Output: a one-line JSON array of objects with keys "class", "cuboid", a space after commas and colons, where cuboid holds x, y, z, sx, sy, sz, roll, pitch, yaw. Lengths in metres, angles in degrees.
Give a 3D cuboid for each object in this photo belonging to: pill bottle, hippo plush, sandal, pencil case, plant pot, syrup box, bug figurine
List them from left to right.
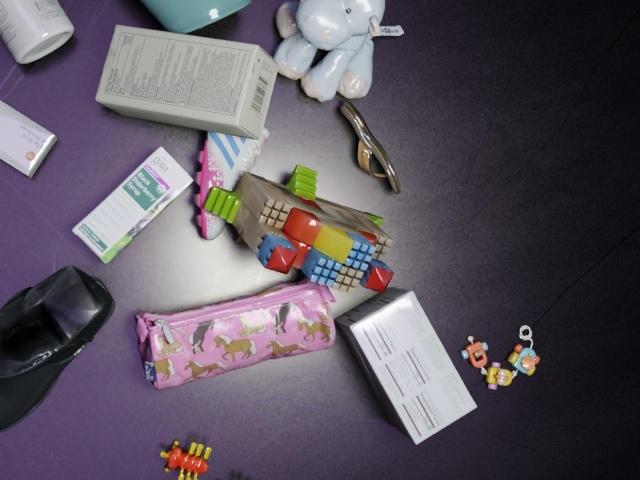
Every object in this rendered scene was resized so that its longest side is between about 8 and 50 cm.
[{"class": "pill bottle", "cuboid": [-0.584, -0.466, 1.855, 0.131, 0.131, 0.229, -33, 95, -9]}, {"class": "syrup box", "cuboid": [-0.364, -0.069, 1.907, 0.237, 0.096, 0.093, -45, 96, -7]}, {"class": "plant pot", "cuboid": [-0.263, -0.538, 1.864, 0.271, 0.271, 0.255, -26, 109, -10]}, {"class": "bug figurine", "cuboid": [-0.258, 0.545, 1.927, 0.216, 0.072, 0.279, 26, 80, -15]}, {"class": "pencil case", "cuboid": [-0.162, 0.175, 1.903, 0.386, 0.167, 0.160, -12, 93, -11]}, {"class": "hippo plush", "cuboid": [0.055, -0.405, 1.919, 0.294, 0.236, 0.234, -17, 92, -10]}, {"class": "sandal", "cuboid": [0.095, -0.185, 2.002, 0.060, 0.090, 0.219, -34, 98, 9]}]

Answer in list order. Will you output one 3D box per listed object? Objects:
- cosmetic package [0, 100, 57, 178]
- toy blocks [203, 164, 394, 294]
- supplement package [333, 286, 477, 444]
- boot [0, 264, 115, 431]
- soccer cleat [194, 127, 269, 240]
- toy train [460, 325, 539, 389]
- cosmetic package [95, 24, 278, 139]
[{"class": "cosmetic package", "cuboid": [-0.638, -0.225, 1.877, 0.239, 0.060, 0.099, 32, 84, -8]}, {"class": "toy blocks", "cuboid": [0.000, 0.000, 1.841, 0.381, 0.261, 0.191, 17, 107, -31]}, {"class": "supplement package", "cuboid": [0.163, 0.241, 1.943, 0.145, 0.204, 0.262, -29, 94, -8]}, {"class": "boot", "cuboid": [-0.512, 0.205, 1.696, 0.146, 0.445, 0.367, 39, 83, -7]}, {"class": "soccer cleat", "cuboid": [-0.174, -0.164, 1.931, 0.143, 0.116, 0.331, 3, 88, -5]}, {"class": "toy train", "cuboid": [0.388, 0.247, 2.066, 0.166, 0.046, 0.125, -17, 92, -10]}, {"class": "cosmetic package", "cuboid": [-0.253, -0.301, 1.852, 0.309, 0.113, 0.160, 13, 85, 21]}]
